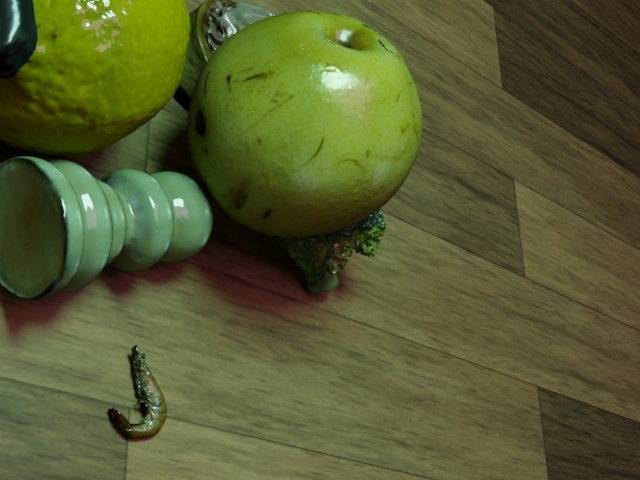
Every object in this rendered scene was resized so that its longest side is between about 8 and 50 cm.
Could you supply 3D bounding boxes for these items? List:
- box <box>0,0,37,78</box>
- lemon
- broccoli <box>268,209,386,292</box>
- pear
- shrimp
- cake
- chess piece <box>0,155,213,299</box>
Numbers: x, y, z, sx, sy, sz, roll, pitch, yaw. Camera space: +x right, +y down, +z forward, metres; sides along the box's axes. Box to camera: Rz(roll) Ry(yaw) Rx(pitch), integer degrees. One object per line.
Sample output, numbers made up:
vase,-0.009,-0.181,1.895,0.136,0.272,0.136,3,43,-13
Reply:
box,-0.512,-0.320,1.164,0.091,0.359,0.350,72,6,-75
lemon,-0.331,-0.266,1.339,0.336,0.336,0.336,24,54,-38
broccoli,0.000,0.000,1.694,0.194,0.220,0.194,-6,90,-87
pear,-0.023,-0.172,1.507,0.348,0.348,0.348,24,54,-38
shrimp,-0.252,0.207,1.398,0.091,0.025,0.127,-4,76,-47
cake,-0.143,-0.311,1.671,0.208,0.178,0.185,-5,75,-45
chess piece,-0.277,-0.026,1.393,0.330,0.182,0.182,-7,76,-54
